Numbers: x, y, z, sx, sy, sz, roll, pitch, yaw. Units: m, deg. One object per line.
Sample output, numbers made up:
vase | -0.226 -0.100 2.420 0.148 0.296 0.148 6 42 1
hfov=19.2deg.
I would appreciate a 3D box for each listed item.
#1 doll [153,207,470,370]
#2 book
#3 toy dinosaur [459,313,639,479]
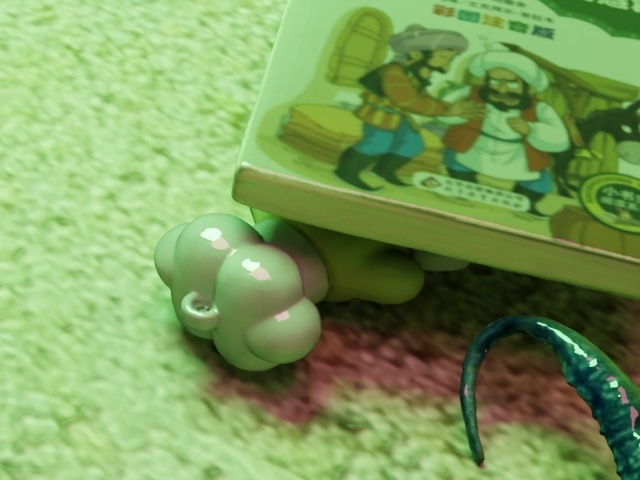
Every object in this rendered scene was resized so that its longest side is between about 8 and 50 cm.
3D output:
doll | 0.000 0.000 0.849 0.106 0.062 0.162 32 49 32
book | 0.080 -0.083 0.891 0.202 0.027 0.264 13 41 2
toy dinosaur | 0.184 0.145 0.704 0.147 0.076 0.363 -16 50 -15
